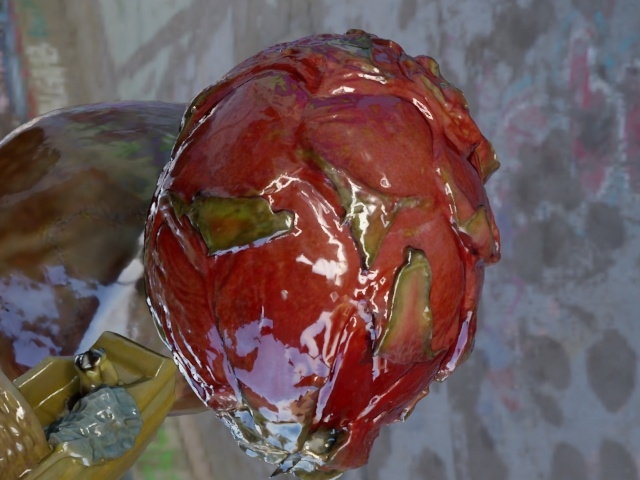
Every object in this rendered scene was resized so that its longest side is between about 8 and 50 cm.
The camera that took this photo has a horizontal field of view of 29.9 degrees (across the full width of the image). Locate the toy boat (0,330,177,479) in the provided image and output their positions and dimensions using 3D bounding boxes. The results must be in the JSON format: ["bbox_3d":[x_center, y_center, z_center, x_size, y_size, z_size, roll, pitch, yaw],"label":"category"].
[{"bbox_3d":[-0.206,0.136,0.627,0.089,0.310,0.115,24,137,40],"label":"toy boat"}]

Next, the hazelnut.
[{"bbox_3d":[-0.191,0.024,1.275,0.359,0.409,0.359,173,90,-84],"label":"hazelnut"}]

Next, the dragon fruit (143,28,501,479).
[{"bbox_3d":[0.000,0.000,0.915,0.277,0.277,0.342,-30,32,61],"label":"dragon fruit"}]
